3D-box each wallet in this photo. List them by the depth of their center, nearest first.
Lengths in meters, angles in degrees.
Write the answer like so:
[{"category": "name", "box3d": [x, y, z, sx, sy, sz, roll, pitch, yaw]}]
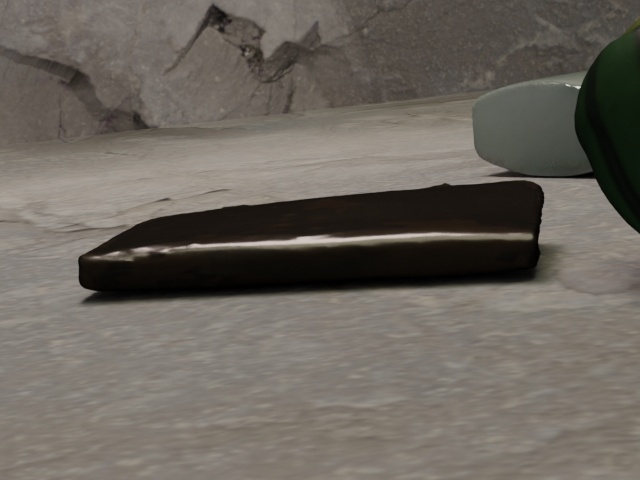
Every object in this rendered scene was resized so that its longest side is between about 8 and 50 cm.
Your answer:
[{"category": "wallet", "box3d": [0.000, 0.000, 0.983, 0.310, 0.042, 0.165, -4, 10, 11]}]

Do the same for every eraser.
[{"category": "eraser", "box3d": [0.320, -0.136, 1.489, 0.189, 0.104, 0.290, 10, 17, 44]}]

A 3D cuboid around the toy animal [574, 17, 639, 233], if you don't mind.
[{"category": "toy animal", "box3d": [0.308, -0.077, 0.793, 0.338, 0.191, 0.216, -18, -20, 34]}]
